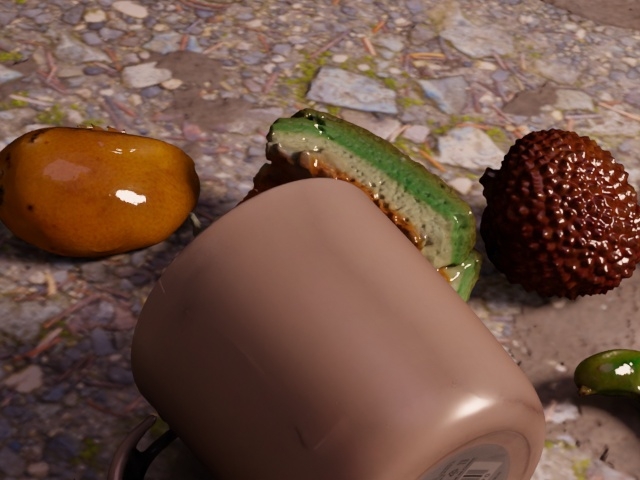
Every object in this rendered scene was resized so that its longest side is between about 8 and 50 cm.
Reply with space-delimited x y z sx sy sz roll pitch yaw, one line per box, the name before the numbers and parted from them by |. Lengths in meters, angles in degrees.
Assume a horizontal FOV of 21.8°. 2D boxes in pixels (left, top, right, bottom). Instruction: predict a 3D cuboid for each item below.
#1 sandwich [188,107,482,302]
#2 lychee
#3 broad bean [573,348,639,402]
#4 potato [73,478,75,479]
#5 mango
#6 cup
sandwich | 0.009 0.003 1.182 0.185 0.109 0.160 25 42 20
lychee | 0.177 -0.016 1.223 0.129 0.123 0.123 41 45 -5
broad bean | 0.269 0.132 1.112 0.213 0.048 0.070 29 46 25
potato | -0.137 0.207 0.941 0.119 0.054 0.198 -24 48 1
mango | -0.163 -0.040 1.226 0.159 0.084 0.105 -8 49 -16
cup | -0.007 0.116 1.013 0.253 0.191 0.200 -40 57 -5
